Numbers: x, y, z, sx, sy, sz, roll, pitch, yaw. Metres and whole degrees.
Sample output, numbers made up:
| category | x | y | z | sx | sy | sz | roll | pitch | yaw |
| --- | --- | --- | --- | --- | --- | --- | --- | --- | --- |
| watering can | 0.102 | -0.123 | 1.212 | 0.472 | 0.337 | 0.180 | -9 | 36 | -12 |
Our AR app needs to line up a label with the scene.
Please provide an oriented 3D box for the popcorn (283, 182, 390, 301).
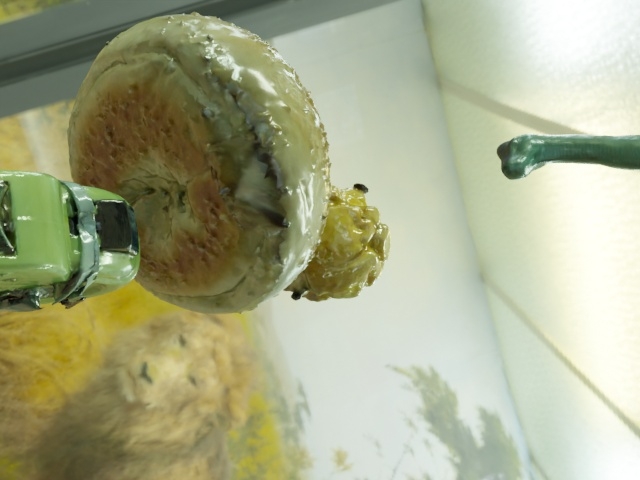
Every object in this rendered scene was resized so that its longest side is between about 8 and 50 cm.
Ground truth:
| category | x | y | z | sx | sy | sz | roll | pitch | yaw |
| --- | --- | --- | --- | --- | --- | --- | --- | --- | --- |
| popcorn | 0.000 | 0.000 | 0.925 | 0.152 | 0.167 | 0.148 | -55 | 155 | -39 |

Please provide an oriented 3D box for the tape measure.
| category | x | y | z | sx | sy | sz | roll | pitch | yaw |
| --- | --- | --- | --- | --- | --- | --- | --- | --- | --- |
| tape measure | -0.207 | 0.008 | 0.578 | 0.177 | 0.154 | 0.088 | -16 | -100 | 48 |

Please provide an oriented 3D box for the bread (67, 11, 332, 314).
| category | x | y | z | sx | sy | sz | roll | pitch | yaw |
| --- | --- | --- | --- | --- | --- | --- | --- | --- | --- |
| bread | -0.109 | -0.072 | 0.783 | 0.305 | 0.158 | 0.306 | 20 | -56 | 33 |

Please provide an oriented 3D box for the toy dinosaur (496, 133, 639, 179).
| category | x | y | z | sx | sy | sz | roll | pitch | yaw |
| --- | --- | --- | --- | --- | --- | --- | --- | --- | --- |
| toy dinosaur | 0.380 | -0.131 | 0.683 | 0.330 | 0.383 | 0.129 | 18 | -44 | 40 |
